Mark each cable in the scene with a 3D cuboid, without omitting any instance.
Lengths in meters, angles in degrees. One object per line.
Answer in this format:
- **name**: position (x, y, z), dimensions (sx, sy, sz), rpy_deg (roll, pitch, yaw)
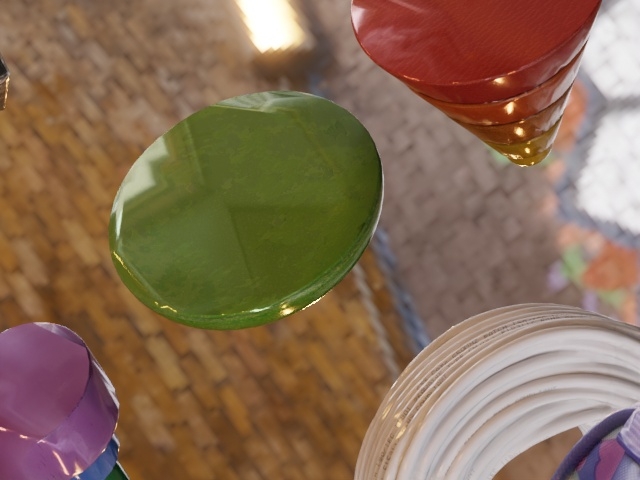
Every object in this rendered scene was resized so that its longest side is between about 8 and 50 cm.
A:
- **cable**: position (0.150, 0.164, 1.282), dimensions (0.257, 0.257, 0.089), rpy_deg (8, -163, -21)

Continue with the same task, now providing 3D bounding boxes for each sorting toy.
- **sorting toy**: position (0.000, 0.000, 0.885), dimensions (0.127, 0.365, 0.126), rpy_deg (36, 162, 39)

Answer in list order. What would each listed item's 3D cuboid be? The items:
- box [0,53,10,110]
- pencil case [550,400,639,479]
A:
- **box**: position (-0.325, -0.103, 1.396), dimensions (0.077, 0.180, 0.147), rpy_deg (62, 168, 1)
- **pencil case**: position (0.222, 0.145, 0.698), dimensions (0.306, 0.133, 0.119), rpy_deg (18, -160, -13)
